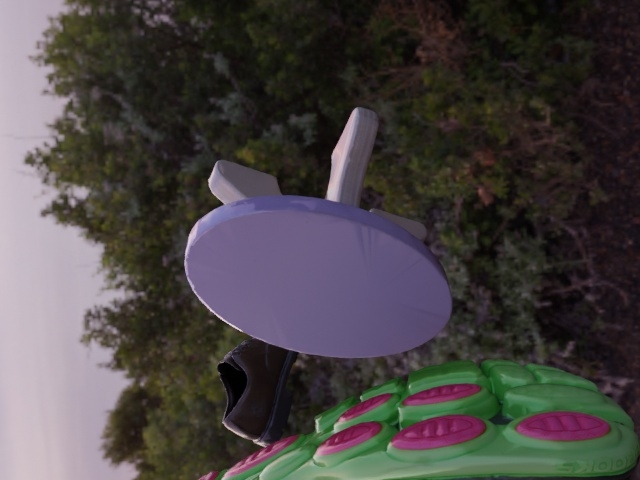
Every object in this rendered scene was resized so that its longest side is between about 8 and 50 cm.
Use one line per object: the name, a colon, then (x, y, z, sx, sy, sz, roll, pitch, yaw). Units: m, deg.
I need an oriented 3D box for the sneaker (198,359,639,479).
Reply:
sneaker: (0.035, 0.243, 0.682, 0.482, 0.185, 0.202, -31, 92, 28)

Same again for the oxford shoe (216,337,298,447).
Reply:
oxford shoe: (-0.084, 0.155, 1.155, 0.083, 0.096, 0.227, -49, 24, 41)

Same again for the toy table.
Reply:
toy table: (0.000, 0.000, 0.911, 0.252, 0.274, 0.161, -50, 25, 28)
